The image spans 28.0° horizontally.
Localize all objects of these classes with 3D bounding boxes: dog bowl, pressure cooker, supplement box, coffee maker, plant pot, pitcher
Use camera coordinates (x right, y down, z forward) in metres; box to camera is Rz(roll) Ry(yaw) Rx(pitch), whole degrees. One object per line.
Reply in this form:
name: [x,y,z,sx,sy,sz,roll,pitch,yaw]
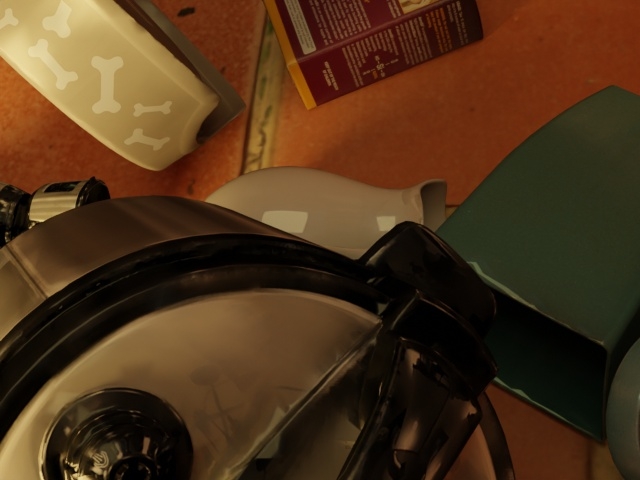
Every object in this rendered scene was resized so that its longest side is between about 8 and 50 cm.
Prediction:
dog bowl: [-0.221,-0.203,1.167,0.102,0.349,0.349,-44,61,6]
pressure cooker: [-0.084,0.167,0.830,0.375,0.420,0.370,-2,97,-19]
supplement box: [0.050,-0.218,1.238,0.188,0.081,0.104,-21,60,4]
coffee maker: [-0.285,0.018,1.189,0.178,0.171,0.120,6,40,9]
plant pot: [0.219,0.001,1.042,0.165,0.165,0.234,28,66,26]
pitcher: [0.000,0.000,1.092,0.207,0.178,0.125,-2,98,11]

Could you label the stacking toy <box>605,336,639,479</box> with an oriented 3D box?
stacking toy: [0.350,0.088,0.949,0.309,0.279,0.130,-58,29,-12]
